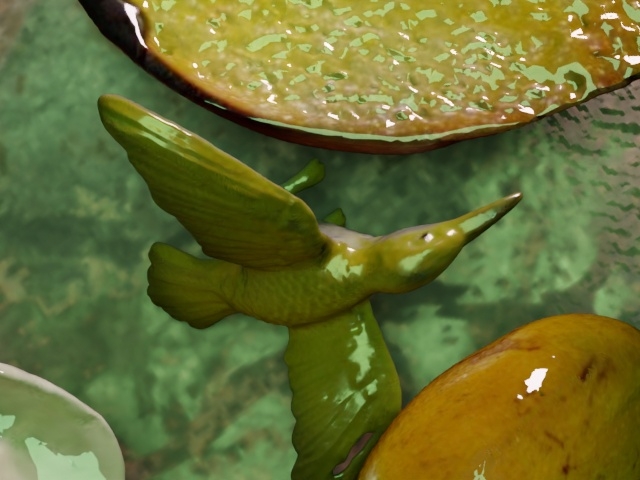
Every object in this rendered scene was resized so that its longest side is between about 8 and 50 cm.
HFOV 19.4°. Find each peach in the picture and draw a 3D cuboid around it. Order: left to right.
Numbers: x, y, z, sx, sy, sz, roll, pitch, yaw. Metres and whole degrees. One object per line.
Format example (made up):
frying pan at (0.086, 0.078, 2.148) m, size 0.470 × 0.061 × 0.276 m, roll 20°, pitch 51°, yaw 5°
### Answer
peach at (0.034, -0.116, 0.790) m, size 0.279 × 0.068 × 0.189 m, roll 15°, pitch 77°, yaw 7°

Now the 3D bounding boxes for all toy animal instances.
toy animal at (0.000, 0.000, 0.757) m, size 0.155 × 0.095 × 0.219 m, roll -29°, pitch 120°, yaw 0°

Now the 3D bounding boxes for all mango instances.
mango at (0.076, 0.097, 0.745) m, size 0.115 × 0.089 × 0.165 m, roll 37°, pitch 83°, yaw -33°

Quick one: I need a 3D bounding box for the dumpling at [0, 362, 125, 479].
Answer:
dumpling at (-0.187, 0.112, 0.744) m, size 0.250 × 0.132 × 0.162 m, roll 19°, pitch 88°, yaw 6°
